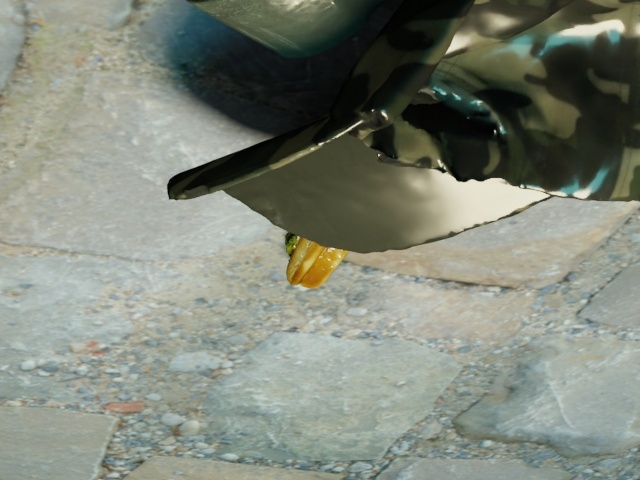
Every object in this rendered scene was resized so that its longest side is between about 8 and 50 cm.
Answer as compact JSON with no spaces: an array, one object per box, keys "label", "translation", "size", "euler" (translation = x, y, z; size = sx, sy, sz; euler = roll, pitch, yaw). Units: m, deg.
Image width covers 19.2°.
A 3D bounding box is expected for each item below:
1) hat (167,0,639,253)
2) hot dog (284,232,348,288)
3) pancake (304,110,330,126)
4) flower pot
[{"label":"hat","translation":[0.070,-0.122,1.557],"size":[0.382,0.257,0.366],"euler":[7,172,36]},{"label":"hot dog","translation":[0.000,0.000,1.866],"size":[0.056,0.041,0.133],"euler":[10,139,-26]},{"label":"pancake","translation":[0.076,-0.059,1.745],"size":[0.242,0.050,0.242],"euler":[-6,146,-4]},{"label":"flower pot","translation":[0.007,-0.226,1.406],"size":[0.229,0.103,0.108],"euler":[-28,143,35]}]
